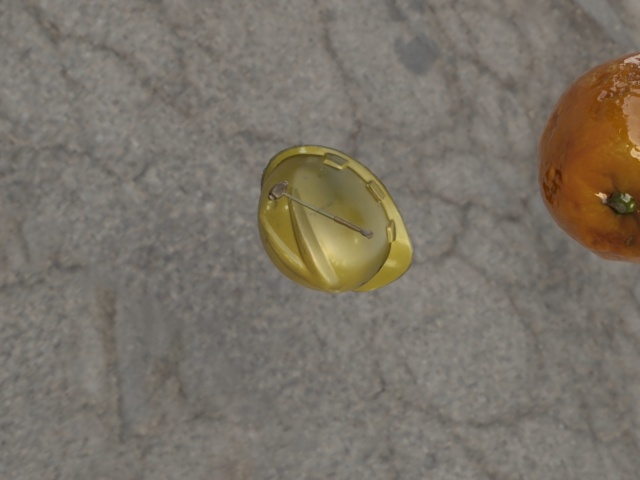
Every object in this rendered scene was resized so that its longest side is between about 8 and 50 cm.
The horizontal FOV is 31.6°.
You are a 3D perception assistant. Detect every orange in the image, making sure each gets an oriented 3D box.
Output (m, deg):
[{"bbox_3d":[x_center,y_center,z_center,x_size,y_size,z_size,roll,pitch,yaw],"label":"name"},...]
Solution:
[{"bbox_3d":[0.393,-0.097,1.372,0.261,0.261,0.261,31,42,-32],"label":"orange"}]

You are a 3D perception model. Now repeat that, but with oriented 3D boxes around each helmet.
[{"bbox_3d":[0.000,0.000,1.593,0.257,0.205,0.140,51,37,-12],"label":"helmet"}]

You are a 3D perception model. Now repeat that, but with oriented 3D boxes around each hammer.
[{"bbox_3d":[0.001,-0.029,1.142,0.123,0.014,0.029,27,59,25],"label":"hammer"}]
